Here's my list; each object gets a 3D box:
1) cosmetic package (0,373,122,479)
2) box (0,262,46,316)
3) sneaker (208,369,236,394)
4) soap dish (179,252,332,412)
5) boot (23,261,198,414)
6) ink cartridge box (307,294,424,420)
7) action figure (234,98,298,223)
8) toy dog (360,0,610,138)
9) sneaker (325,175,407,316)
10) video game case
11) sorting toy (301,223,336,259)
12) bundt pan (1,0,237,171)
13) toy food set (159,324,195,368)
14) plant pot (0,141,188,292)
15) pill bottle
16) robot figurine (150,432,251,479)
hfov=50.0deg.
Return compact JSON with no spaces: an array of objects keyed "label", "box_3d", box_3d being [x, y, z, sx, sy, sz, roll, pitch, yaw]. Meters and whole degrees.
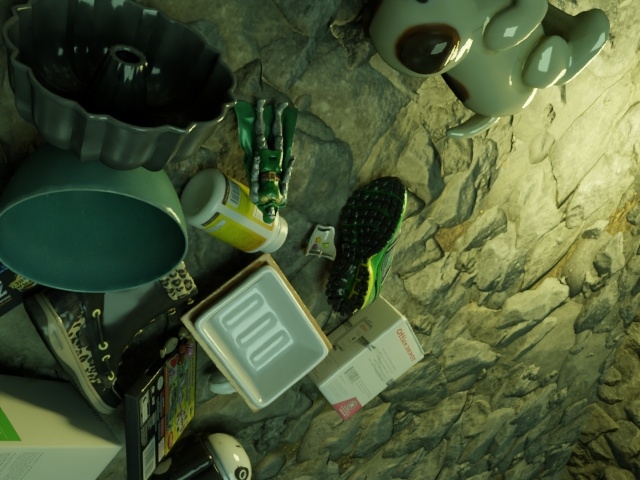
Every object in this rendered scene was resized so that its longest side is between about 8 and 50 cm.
[{"label":"cosmetic package","box_3d":[-0.561,0.359,1.233,0.155,0.197,0.365,-50,155,3]},{"label":"box","box_3d":[-0.632,0.036,1.105,0.295,0.073,0.293,-35,135,-12]},{"label":"sneaker","box_3d":[-0.173,0.264,1.607,0.232,0.090,0.115,-34,127,-23]},{"label":"soap dish","box_3d":[-0.139,0.195,1.492,0.229,0.118,0.291,-38,115,-13]},{"label":"boot","box_3d":[-0.376,0.165,1.337,0.284,0.138,0.377,-35,143,-21]},{"label":"ink cartridge box","box_3d":[0.112,0.312,1.815,0.283,0.117,0.207,-38,135,-8]},{"label":"action figure","box_3d":[-0.097,-0.147,1.304,0.137,0.063,0.232,0,89,-25]},{"label":"toy dog","box_3d":[0.276,-0.410,1.353,0.408,0.284,0.395,6,134,-37]},{"label":"sneaker","box_3d":[0.118,0.007,1.621,0.146,0.134,0.343,-13,127,-61]},{"label":"video game case","box_3d":[-0.337,0.353,1.469,0.248,0.035,0.274,-55,157,-56]},{"label":"sorting toy","box_3d":[0.000,0.000,1.569,0.083,0.045,0.075,10,105,-39]},{"label":"bundt pan","box_3d":[-0.296,-0.223,1.011,0.331,0.331,0.124,-3,139,-35]},{"label":"toy food set","box_3d":[-0.286,0.221,1.419,0.122,0.019,0.078,-58,144,-55]},{"label":"plant pot","box_3d":[-0.365,-0.070,1.111,0.290,0.195,0.290,-6,147,-4]},{"label":"pill bottle","box_3d":[-0.164,-0.049,1.356,0.215,0.117,0.117,31,100,-45]},{"label":"robot figurine","box_3d":[-0.303,0.592,1.668,0.278,0.209,0.173,-28,97,-17]}]
